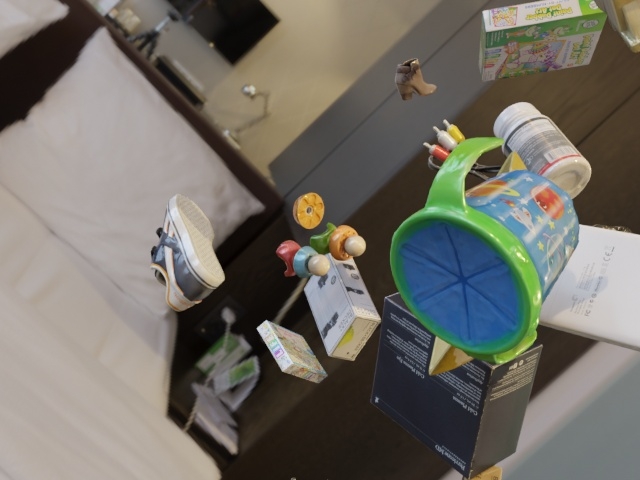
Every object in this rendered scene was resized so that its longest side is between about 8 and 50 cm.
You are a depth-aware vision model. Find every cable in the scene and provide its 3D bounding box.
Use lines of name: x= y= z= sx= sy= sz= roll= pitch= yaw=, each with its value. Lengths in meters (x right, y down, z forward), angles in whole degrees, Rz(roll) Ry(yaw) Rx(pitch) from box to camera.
cable: x=0.422 y=-0.219 z=2.219 sx=0.287 sy=0.139 sz=0.072 roll=37 pitch=-10 yaw=19

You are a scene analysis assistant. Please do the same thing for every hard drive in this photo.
hard drive: x=0.632 y=0.102 z=1.562 sx=0.353 sy=0.233 sz=0.047 roll=13 pitch=-18 yaw=40

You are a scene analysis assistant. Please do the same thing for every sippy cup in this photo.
sippy cup: x=0.259 y=0.013 z=1.144 sx=0.240 sy=0.224 sz=0.305 roll=40 pitch=-39 yaw=19

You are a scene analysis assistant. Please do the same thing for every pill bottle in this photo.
pill bottle: x=0.602 y=-0.244 z=2.144 sx=0.161 sy=0.161 sz=0.283 roll=41 pitch=18 yaw=-46

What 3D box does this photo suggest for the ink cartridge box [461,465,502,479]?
ink cartridge box: x=0.343 y=0.652 z=1.770 sx=0.088 sy=0.193 sz=0.235 roll=13 pitch=33 yaw=10

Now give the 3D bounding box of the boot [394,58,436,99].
boot: x=0.222 y=-0.377 z=1.797 sx=0.042 sy=0.118 sz=0.087 roll=23 pitch=-52 yaw=47

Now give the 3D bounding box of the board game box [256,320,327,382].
board game box: x=-0.053 y=0.215 z=1.492 sx=0.103 sy=0.026 sz=0.154 roll=55 pitch=10 yaw=30

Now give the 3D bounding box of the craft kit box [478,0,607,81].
craft kit box: x=0.472 y=-0.435 z=1.680 sx=0.250 sy=0.246 sz=0.061 roll=50 pitch=30 yaw=-74

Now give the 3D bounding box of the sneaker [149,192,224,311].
sneaker: x=-0.298 y=0.020 z=1.645 sx=0.126 sy=0.127 sz=0.321 roll=40 pitch=14 yaw=-32

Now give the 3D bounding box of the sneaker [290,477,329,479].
sneaker: x=-0.053 y=0.543 z=1.495 sx=0.153 sy=0.235 sz=0.094 roll=65 pitch=13 yaw=15

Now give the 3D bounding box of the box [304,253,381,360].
box: x=0.059 y=0.185 z=2.261 sx=0.087 sy=0.169 sz=0.290 roll=15 pitch=33 yaw=-29

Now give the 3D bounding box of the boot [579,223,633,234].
boot: x=0.681 y=-0.011 z=1.934 sx=0.197 sy=0.077 sz=0.137 roll=20 pitch=-4 yaw=-40

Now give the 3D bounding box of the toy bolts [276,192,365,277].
toy bolts: x=0.000 y=0.000 z=2.139 sx=0.158 sy=0.228 sz=0.218 roll=12 pitch=-44 yaw=46

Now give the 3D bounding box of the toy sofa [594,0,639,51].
toy sofa: x=0.454 y=-0.477 z=1.124 sx=0.362 sy=0.150 sz=0.177 roll=55 pitch=19 yaw=-35

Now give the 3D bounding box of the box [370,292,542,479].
box: x=0.307 y=0.318 z=1.842 sx=0.179 sy=0.313 sz=0.343 roll=-14 pitch=33 yaw=-36

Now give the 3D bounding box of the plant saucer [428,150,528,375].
plant saucer: x=0.313 y=0.059 z=1.448 sx=0.081 sy=0.333 sz=0.333 roll=19 pitch=-34 yaw=1
